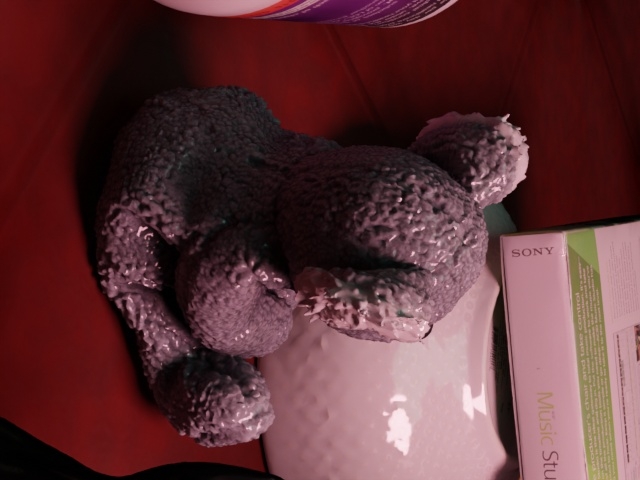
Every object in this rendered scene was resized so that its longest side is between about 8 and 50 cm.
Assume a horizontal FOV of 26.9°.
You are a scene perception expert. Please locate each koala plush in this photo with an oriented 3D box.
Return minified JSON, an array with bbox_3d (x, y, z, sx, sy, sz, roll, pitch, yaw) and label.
[{"bbox_3d":[0.000,0.000,0.768,0.196,0.221,0.203,-48,122,-35],"label":"koala plush"}]

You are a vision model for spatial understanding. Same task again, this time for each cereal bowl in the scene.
[{"bbox_3d":[0.094,0.095,1.052,0.339,0.141,0.338,-1,92,-62],"label":"cereal bowl"}]

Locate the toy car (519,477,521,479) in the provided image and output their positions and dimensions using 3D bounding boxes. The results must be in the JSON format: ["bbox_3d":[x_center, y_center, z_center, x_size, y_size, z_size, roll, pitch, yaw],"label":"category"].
[{"bbox_3d":[0.195,0.221,1.257,0.136,0.159,0.182,-119,-173,-62],"label":"toy car"}]

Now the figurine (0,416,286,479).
[{"bbox_3d":[-0.142,0.154,0.551,0.215,0.210,0.092,-48,130,-50],"label":"figurine"}]

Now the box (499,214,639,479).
[{"bbox_3d":[0.235,0.099,1.097,0.322,0.059,0.232,-6,91,-63],"label":"box"}]

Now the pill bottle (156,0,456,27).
[{"bbox_3d":[0.006,-0.229,0.854,0.323,0.182,0.181,-12,100,-61],"label":"pill bottle"}]
